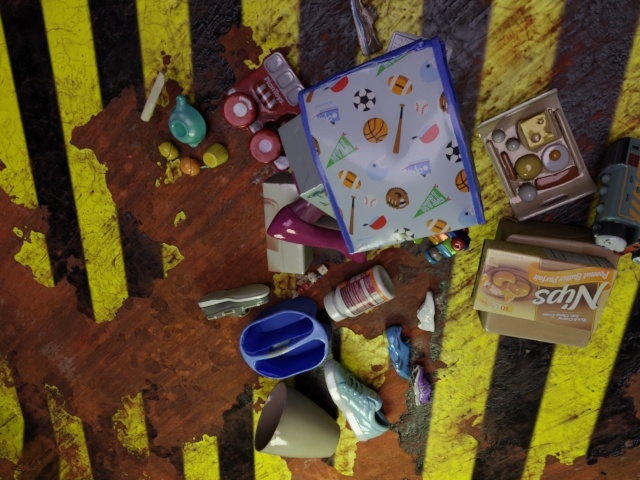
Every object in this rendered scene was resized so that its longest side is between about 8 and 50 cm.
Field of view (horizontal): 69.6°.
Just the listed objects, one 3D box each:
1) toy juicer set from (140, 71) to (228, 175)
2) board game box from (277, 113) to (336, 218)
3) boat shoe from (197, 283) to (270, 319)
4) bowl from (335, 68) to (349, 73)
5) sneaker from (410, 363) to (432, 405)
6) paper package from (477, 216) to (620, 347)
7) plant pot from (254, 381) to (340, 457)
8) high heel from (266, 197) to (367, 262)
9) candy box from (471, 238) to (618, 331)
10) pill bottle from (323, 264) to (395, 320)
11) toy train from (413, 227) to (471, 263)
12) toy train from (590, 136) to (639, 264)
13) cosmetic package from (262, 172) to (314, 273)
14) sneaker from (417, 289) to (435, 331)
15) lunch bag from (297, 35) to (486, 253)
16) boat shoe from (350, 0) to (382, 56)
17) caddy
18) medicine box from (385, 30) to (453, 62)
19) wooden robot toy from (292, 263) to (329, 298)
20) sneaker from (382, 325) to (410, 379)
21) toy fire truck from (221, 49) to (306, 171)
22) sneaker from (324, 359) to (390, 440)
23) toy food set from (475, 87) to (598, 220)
[{"bbox_3d":[-0.463,-0.364,1.510,0.209,0.089,0.329,-20,113,34],"label":"toy juicer set"},{"bbox_3d":[0.026,-0.184,1.285,0.097,0.303,0.224,-27,63,22],"label":"board game box"},{"bbox_3d":[-0.306,0.229,1.679,0.304,0.109,0.091,-12,108,25],"label":"boat shoe"},{"bbox_3d":[0.083,-0.408,1.330,0.170,0.080,0.170,2,107,5],"label":"bowl"},{"bbox_3d":[0.362,0.509,1.640,0.071,0.068,0.170,-10,117,2],"label":"sneaker"},{"bbox_3d":[0.652,0.121,1.348,0.309,0.168,0.325,8,111,10],"label":"paper package"},{"bbox_3d":[-0.070,0.708,1.741,0.273,0.257,0.257,26,116,-14],"label":"plant pot"},{"bbox_3d":[0.000,0.000,1.418,0.181,0.127,0.377,-38,131,8],"label":"high heel"},{"bbox_3d":[0.582,0.116,1.224,0.316,0.087,0.183,10,112,9],"label":"candy box"},{"bbox_3d":[0.127,0.180,1.535,0.221,0.121,0.121,-30,101,23],"label":"pill bottle"},{"bbox_3d":[0.329,-0.046,1.415,0.248,0.105,0.143,45,128,-5],"label":"toy train"},{"bbox_3d":[0.805,-0.105,1.172,0.190,0.142,0.334,20,75,7],"label":"toy train"},{"bbox_3d":[-0.100,-0.059,1.488,0.129,0.153,0.297,4,110,12],"label":"cosmetic package"},{"bbox_3d":[0.352,0.236,1.534,0.061,0.054,0.152,3,112,16],"label":"sneaker"},{"bbox_3d":[0.162,-0.208,1.028,0.327,0.239,0.386,-16,114,20],"label":"lunch bag"},{"bbox_3d":[0.127,-0.611,1.270,0.066,0.066,0.183,-12,117,14],"label":"boat shoe"},{"bbox_3d":[-0.122,0.354,1.636,0.341,0.179,0.241,-25,101,22],"label":"caddy"},{"bbox_3d":[0.225,-0.380,1.217,0.149,0.263,0.290,21,115,6],"label":"medicine box"},{"bbox_3d":[-0.057,0.128,1.595,0.173,0.076,0.079,-41,85,24],"label":"wooden robot toy"},{"bbox_3d":[0.286,0.392,1.603,0.082,0.069,0.210,-19,104,17],"label":"sneaker"},{"bbox_3d":[-0.133,-0.376,1.383,0.253,0.169,0.302,-35,100,5],"label":"toy fire truck"},{"bbox_3d":[0.142,0.566,1.684,0.150,0.135,0.366,-24,112,14],"label":"sneaker"},{"bbox_3d":[0.595,-0.230,1.270,0.219,0.092,0.306,-24,103,22],"label":"toy food set"}]
